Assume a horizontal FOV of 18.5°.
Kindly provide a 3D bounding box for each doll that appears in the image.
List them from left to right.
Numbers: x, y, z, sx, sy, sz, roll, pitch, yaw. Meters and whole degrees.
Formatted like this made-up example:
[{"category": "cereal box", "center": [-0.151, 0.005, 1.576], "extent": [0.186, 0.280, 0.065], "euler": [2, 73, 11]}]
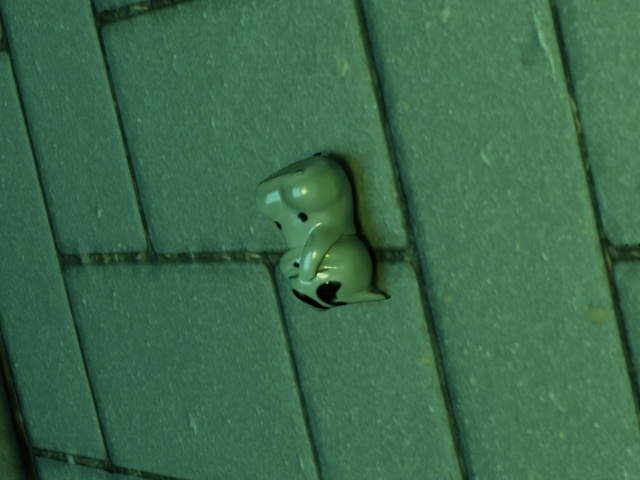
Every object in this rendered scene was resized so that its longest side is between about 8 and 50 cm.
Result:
[{"category": "doll", "center": [-0.004, -0.006, 2.216], "extent": [0.110, 0.107, 0.180], "euler": [-12, 93, 41]}]
